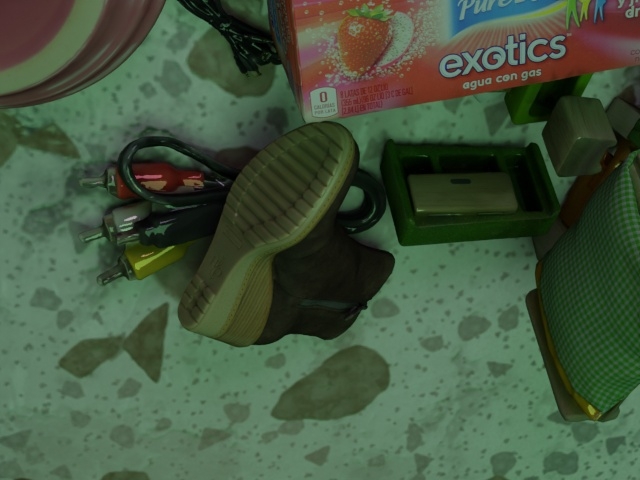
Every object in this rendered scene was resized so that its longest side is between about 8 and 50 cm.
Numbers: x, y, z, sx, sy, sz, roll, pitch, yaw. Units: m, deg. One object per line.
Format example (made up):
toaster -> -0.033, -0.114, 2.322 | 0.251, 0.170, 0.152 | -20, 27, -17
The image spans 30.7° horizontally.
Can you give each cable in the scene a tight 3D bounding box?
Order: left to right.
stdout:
cable -> -0.082, -0.048, 1.083 | 0.287, 0.072, 0.139 | -14, 112, -20

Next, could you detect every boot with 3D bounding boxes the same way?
boot -> 0.000, 0.000, 1.063 | 0.207, 0.090, 0.248 | 6, 130, -49

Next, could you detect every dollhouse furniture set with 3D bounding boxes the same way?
dollhouse furniture set -> 0.171, -0.010, 0.979 | 0.151, 0.301, 0.197 | -1, 144, -15

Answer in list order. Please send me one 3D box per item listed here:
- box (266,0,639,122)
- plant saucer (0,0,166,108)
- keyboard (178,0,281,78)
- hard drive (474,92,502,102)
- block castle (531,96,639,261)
box -> 0.112, -0.206, 0.864 | 0.300, 0.154, 0.142 | -10, 126, -5
plant saucer -> -0.272, -0.233, 0.863 | 0.332, 0.084, 0.332 | 1, 127, 1
keyboard -> -0.049, -0.238, 0.949 | 0.201, 0.033, 0.317 | -30, 127, 31
hard drive -> 0.135, -0.274, 0.959 | 0.210, 0.040, 0.319 | -31, 129, 21
block castle -> 0.439, -0.071, 1.090 | 0.303, 0.213, 0.453 | 21, 110, -22
